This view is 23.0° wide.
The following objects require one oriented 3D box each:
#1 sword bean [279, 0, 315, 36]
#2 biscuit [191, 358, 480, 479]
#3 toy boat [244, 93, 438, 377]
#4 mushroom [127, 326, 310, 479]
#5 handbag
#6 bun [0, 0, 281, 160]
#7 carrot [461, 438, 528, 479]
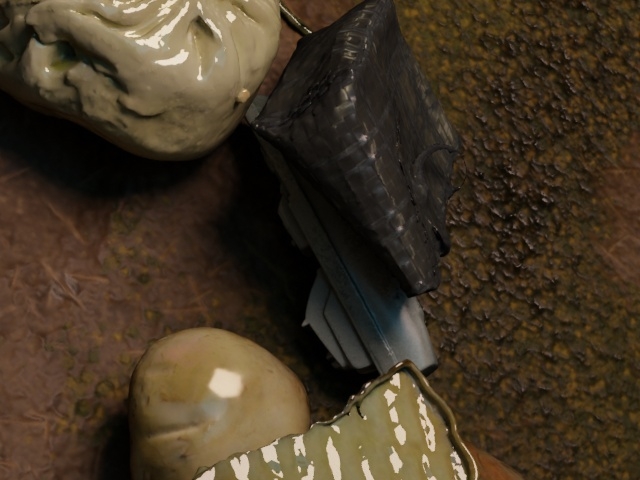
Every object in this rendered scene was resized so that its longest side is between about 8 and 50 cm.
[{"bbox_3d":[-0.027,-0.187,1.290,0.083,0.012,0.012,44,57,-5],"label":"sword bean"},{"bbox_3d":[0.008,0.201,0.994,0.273,0.036,0.187,-21,75,-38],"label":"biscuit"},{"bbox_3d":[0.000,0.000,1.187,0.085,0.078,0.260,-29,78,2],"label":"toy boat"},{"bbox_3d":[-0.069,0.129,1.073,0.148,0.112,0.148,10,66,-25],"label":"mushroom"},{"bbox_3d":[0.047,-0.077,1.175,0.175,0.088,0.270,52,25,-17],"label":"handbag"},{"bbox_3d":[-0.136,-0.167,1.136,0.229,0.145,0.229,4,68,-9],"label":"bun"},{"bbox_3d":[0.128,0.212,1.158,0.263,0.102,0.102,30,58,-17],"label":"carrot"}]
